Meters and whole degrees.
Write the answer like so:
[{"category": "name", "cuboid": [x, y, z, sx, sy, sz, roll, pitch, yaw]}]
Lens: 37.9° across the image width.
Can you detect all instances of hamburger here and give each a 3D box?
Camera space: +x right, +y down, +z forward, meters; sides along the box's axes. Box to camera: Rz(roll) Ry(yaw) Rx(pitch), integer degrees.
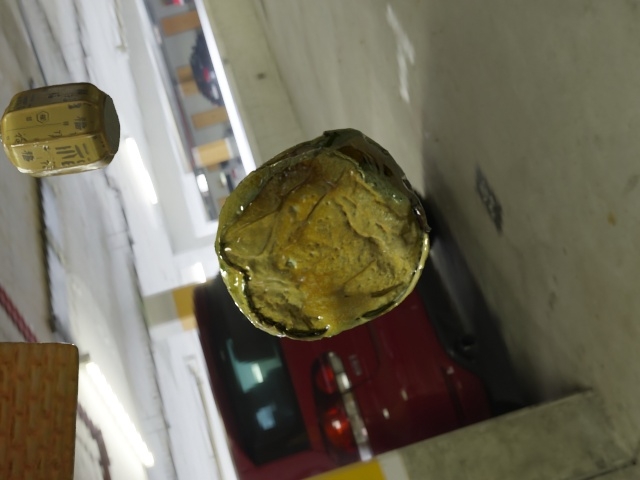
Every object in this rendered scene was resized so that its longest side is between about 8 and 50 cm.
[{"category": "hamburger", "cuboid": [0.002, -0.002, 1.181, 0.134, 0.265, 0.285, -119, 4, -60]}]

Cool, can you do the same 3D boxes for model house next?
[{"category": "model house", "cuboid": [-0.355, 0.200, 0.880, 0.237, 0.237, 0.202, 149, 121, -70]}]

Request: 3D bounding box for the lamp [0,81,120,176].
[{"category": "lamp", "cuboid": [-0.451, -0.193, 1.629, 0.161, 0.185, 0.161, -6, -90, -84]}]
